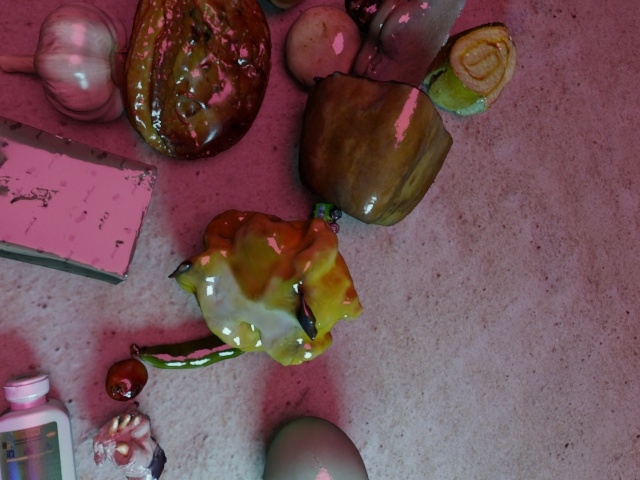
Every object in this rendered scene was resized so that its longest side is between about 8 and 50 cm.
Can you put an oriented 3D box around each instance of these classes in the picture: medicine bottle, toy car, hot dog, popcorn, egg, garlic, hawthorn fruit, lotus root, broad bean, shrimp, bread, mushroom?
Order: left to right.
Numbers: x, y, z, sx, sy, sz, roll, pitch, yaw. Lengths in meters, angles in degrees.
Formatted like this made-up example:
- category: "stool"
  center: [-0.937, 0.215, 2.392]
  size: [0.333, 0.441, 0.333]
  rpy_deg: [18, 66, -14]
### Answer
- category: "medicine bottle"
  center: [-0.471, 0.332, 0.804]
  size: [0.115, 0.078, 0.219]
  rpy_deg: [-6, 90, -23]
- category: "garlic"
  center: [-0.442, -0.306, 0.823]
  size: [0.226, 0.199, 0.199]
  rpy_deg: [7, 83, 3]
- category: "hawthorn fruit"
  center: [-0.343, 0.248, 0.867]
  size: [0.077, 0.077, 0.077]
  rpy_deg: [2, 86, -24]
- category: "hot dog"
  center: [-0.226, -0.343, 0.897]
  size: [0.267, 0.174, 0.387]
  rpy_deg: [14, 81, -45]
- category: "broad bean"
  center: [-0.226, 0.209, 0.938]
  size: [0.254, 0.046, 0.065]
  rpy_deg: [-5, 76, -23]
- category: "popcorn"
  center: [-0.079, 0.067, 0.885]
  size: [0.316, 0.297, 0.281]
  rpy_deg: [45, 29, 3]
- category: "egg"
  center: [-0.006, 0.478, 0.933]
  size: [0.203, 0.203, 0.283]
  rpy_deg: [-16, 92, -24]
- category: "toy car"
  center: [0.000, 0.000, 1.042]
  size: [0.062, 0.071, 0.165]
  rpy_deg: [12, 82, -8]
- category: "mushroom"
  center: [0.007, -0.403, 1.031]
  size: [0.127, 0.166, 0.166]
  rpy_deg: [-20, 96, -62]
- category: "lotus root"
  center: [0.087, -0.172, 1.011]
  size: [0.316, 0.316, 0.250]
  rpy_deg: [21, 93, -21]
- category: "bread"
  center: [0.156, -0.392, 1.000]
  size: [0.183, 0.337, 0.102]
  rpy_deg: [-22, 59, -40]
- category: "shrimp"
  center: [0.186, -0.516, 1.131]
  size: [0.372, 0.172, 0.137]
  rpy_deg: [-16, 65, -38]
- category: "bread"
  center: [0.377, -0.427, 1.210]
  size: [0.257, 0.124, 0.186]
  rpy_deg: [-43, 110, -21]

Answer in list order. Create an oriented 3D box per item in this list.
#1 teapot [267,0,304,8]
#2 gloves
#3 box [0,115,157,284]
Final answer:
- category: "teapot"
  center: [-0.089, -0.597, 0.992]
  size: [0.175, 0.185, 0.267]
  rpy_deg: [46, 34, 15]
- category: "gloves"
  center: [-0.332, 0.363, 0.856]
  size: [0.094, 0.110, 0.144]
  rpy_deg: [-18, 95, 18]
- category: "box"
  center: [-0.437, -0.056, 0.765]
  size: [0.297, 0.225, 0.190]
  rpy_deg: [16, 78, -23]
